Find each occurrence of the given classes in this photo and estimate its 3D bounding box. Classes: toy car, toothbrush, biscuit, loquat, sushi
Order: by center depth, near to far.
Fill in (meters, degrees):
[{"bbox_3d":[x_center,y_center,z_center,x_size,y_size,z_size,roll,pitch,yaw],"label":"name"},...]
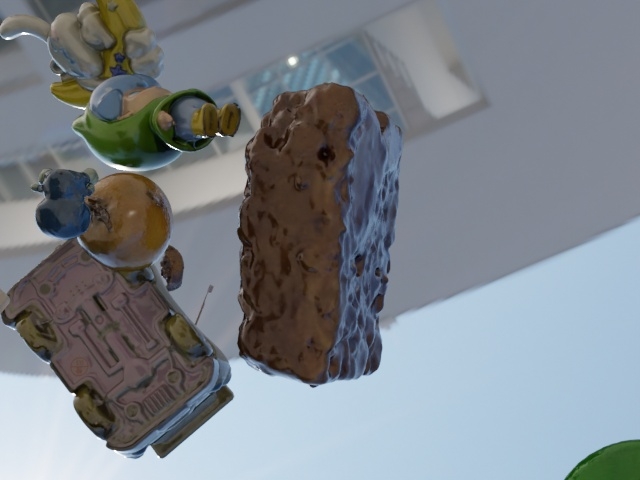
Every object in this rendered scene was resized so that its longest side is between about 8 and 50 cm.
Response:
[{"bbox_3d":[-0.263,-0.023,1.597,0.141,0.141,0.141,-21,-149,13],"label":"loquat"},{"bbox_3d":[0.000,0.000,1.640,0.166,0.395,0.342,5,177,18],"label":"biscuit"},{"bbox_3d":[-0.311,0.165,1.896,0.242,0.226,0.336,-41,-108,-2],"label":"toy car"},{"bbox_3d":[-0.226,0.130,2.270,0.006,0.008,0.097,0,-114,66],"label":"toothbrush"},{"bbox_3d":[-0.298,0.055,2.358,0.047,0.099,0.050,-2,-179,-22],"label":"sushi"}]

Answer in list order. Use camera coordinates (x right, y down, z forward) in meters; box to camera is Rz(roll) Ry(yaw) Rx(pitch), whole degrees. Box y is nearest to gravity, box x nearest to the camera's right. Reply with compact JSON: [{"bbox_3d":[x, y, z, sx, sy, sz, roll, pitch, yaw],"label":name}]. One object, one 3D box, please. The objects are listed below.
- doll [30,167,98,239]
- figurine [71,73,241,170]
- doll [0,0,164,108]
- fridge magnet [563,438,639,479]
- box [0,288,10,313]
[{"bbox_3d":[-0.295,-0.043,1.342,0.076,0.083,0.050,3,-178,7],"label":"doll"},{"bbox_3d":[-0.240,-0.171,1.722,0.263,0.143,0.162,5,-167,38],"label":"figurine"},{"bbox_3d":[-0.404,-0.335,2.066,0.237,0.252,0.111,-30,-161,27],"label":"doll"},{"bbox_3d":[0.347,0.312,1.253,0.208,0.208,0.088,-19,176,16],"label":"fridge magnet"},{"bbox_3d":[-0.496,-0.028,1.218,0.214,0.353,0.069,-11,-141,57],"label":"box"}]
